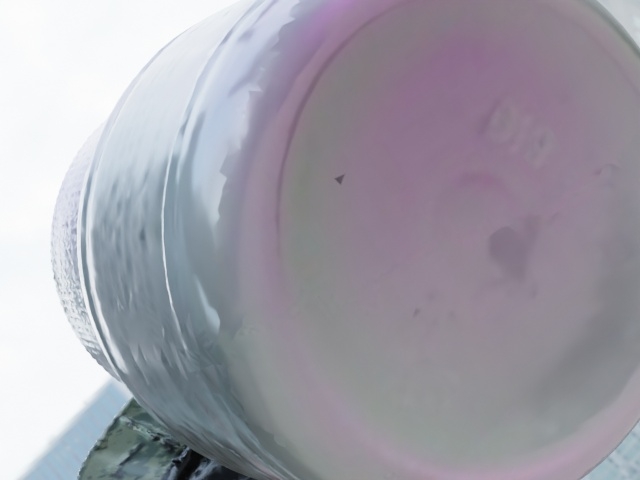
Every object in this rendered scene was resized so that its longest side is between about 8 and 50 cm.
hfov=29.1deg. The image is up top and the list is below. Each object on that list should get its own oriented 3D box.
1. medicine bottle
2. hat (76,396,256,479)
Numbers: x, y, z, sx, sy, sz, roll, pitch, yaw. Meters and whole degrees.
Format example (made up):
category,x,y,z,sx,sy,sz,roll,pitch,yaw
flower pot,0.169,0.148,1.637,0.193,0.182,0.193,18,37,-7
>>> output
category,x,y,z,sx,sy,sz,roll,pitch,yaw
medicine bottle,0.000,0.000,0.641,0.256,0.256,0.325,-35,13,-24
hat,-0.044,0.169,0.879,0.265,0.265,0.128,-40,-68,-16
